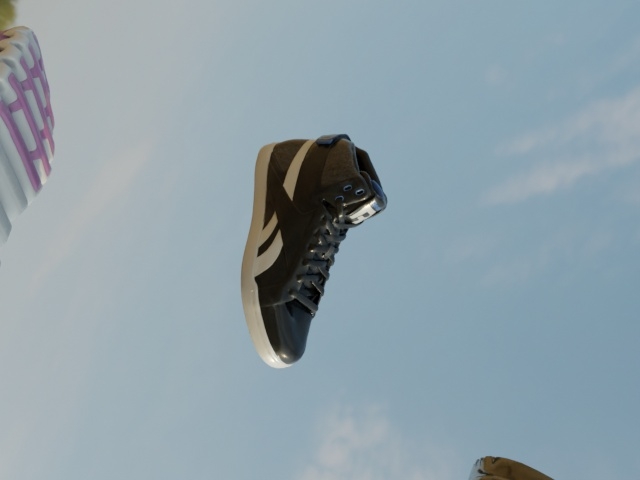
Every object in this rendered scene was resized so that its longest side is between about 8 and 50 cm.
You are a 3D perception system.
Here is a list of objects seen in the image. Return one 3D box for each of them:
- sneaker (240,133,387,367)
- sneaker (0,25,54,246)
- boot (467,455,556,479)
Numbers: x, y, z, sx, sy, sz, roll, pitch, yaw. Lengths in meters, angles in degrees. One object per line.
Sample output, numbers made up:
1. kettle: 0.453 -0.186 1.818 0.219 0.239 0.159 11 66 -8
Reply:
1. sneaker: 0.000 0.000 0.843 0.121 0.079 0.217 -11 -113 27
2. sneaker: -0.214 -0.029 0.503 0.095 0.104 0.236 88 9 -51
3. boot: 0.045 0.212 0.409 0.208 0.076 0.190 -51 160 -27
